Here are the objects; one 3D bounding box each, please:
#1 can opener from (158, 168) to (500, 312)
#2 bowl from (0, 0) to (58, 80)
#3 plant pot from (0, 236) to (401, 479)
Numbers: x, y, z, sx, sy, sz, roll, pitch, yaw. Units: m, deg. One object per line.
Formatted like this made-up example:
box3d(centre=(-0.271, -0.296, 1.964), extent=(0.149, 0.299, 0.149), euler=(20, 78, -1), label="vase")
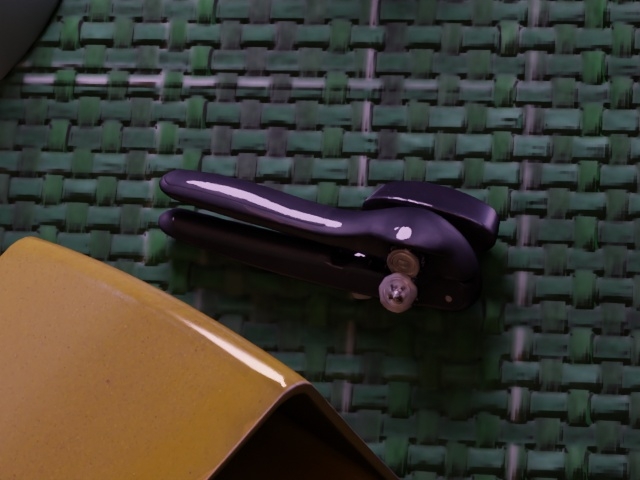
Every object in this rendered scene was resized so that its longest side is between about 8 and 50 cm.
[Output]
box3d(centre=(0.000, 0.000, 1.054), extent=(0.186, 0.073, 0.059), euler=(7, 115, 15), label="can opener")
box3d(centre=(-0.302, -0.213, 1.102), extent=(0.312, 0.163, 0.311), euler=(-3, 73, 8), label="bowl")
box3d(centre=(-0.108, 0.125, 0.961), extent=(0.187, 0.212, 0.212), euler=(39, 84, 30), label="plant pot")
